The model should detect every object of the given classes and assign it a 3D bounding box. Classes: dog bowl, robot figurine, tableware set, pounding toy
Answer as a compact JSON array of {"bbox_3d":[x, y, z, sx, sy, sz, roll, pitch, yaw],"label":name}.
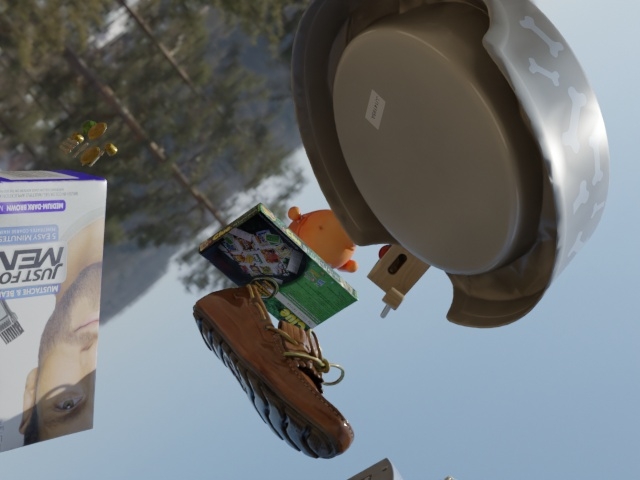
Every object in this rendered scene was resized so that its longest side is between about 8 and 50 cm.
[{"bbox_3d":[0.118,-0.094,0.971,0.102,0.349,0.348,-29,-176,-28],"label":"dog bowl"},{"bbox_3d":[-0.002,-0.001,2.147,0.128,0.158,0.219,-11,-179,-18],"label":"robot figurine"},{"bbox_3d":[-0.487,-0.207,2.221,0.104,0.024,0.154,-49,-137,-13],"label":"tableware set"},{"bbox_3d":[0.141,0.060,2.007,0.181,0.094,0.206,-51,178,25],"label":"pounding toy"}]

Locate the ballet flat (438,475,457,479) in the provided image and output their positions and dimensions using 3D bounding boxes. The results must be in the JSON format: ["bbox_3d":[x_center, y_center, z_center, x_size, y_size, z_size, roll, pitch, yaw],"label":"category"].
[{"bbox_3d":[0.305,0.598,2.200,0.147,0.147,0.409,-39,-167,-4],"label":"ballet flat"}]

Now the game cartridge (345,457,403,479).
[{"bbox_3d":[0.075,0.536,2.034,0.196,0.060,0.294,-37,-174,15],"label":"game cartridge"}]

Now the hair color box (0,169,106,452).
[{"bbox_3d":[-0.380,0.084,1.317,0.110,0.339,0.185,13,-168,37],"label":"hair color box"}]

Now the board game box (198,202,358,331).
[{"bbox_3d":[-0.067,0.055,1.738,0.136,0.259,0.030,-34,-146,18],"label":"board game box"}]

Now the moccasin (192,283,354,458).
[{"bbox_3d":[-0.052,0.179,1.520,0.147,0.139,0.380,-28,-149,-15],"label":"moccasin"}]
